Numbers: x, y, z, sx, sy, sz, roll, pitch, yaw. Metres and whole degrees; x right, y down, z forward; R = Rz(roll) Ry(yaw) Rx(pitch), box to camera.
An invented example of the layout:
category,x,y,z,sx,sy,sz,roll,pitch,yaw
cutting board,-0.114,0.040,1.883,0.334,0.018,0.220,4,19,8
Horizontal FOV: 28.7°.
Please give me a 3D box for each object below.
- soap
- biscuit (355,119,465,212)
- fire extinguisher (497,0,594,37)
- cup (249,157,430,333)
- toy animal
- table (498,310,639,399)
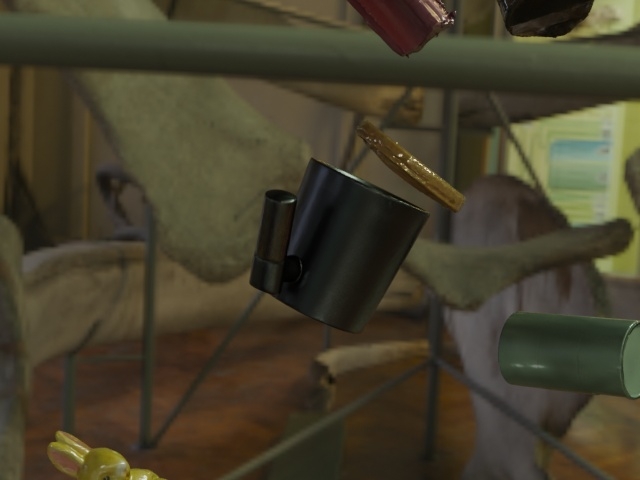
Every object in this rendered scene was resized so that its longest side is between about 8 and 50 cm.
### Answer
category,x,y,z,sx,sy,sz,roll,pitch,yaw
soap,0.092,-0.379,1.809,0.099,0.250,0.162,-36,26,20
biscuit,0.140,-0.112,1.945,0.202,0.044,0.288,39,4,4
fire extinguisher,0.154,-0.279,1.007,0.072,0.268,0.089,-22,-31,18
cup,-0.004,-0.004,1.555,0.239,0.177,0.166,23,6,-29
toy animal,-0.218,0.255,1.298,0.070,0.159,0.083,-30,27,24
table,0.412,0.183,2.014,0.220,0.126,0.126,3,7,38
